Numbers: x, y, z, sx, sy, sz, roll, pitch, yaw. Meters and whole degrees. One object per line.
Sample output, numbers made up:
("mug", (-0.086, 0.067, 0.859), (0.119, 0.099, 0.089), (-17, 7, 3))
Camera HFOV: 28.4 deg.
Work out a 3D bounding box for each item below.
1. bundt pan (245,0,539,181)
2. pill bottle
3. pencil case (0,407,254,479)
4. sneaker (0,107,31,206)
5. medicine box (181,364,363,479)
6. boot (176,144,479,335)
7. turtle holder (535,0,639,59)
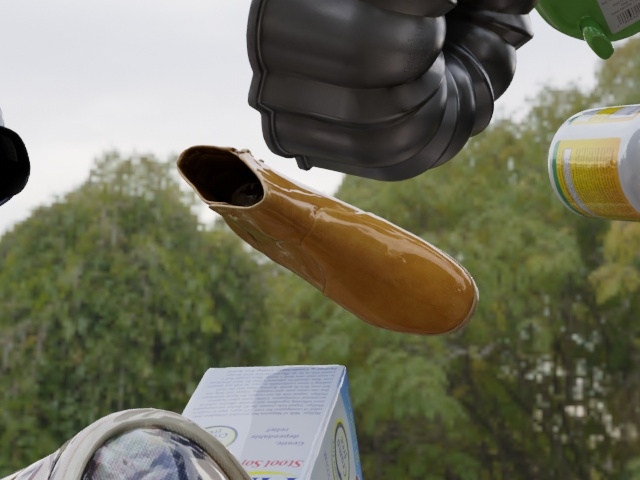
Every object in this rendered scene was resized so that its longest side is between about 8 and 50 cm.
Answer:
("bundt pan", (0.084, -0.193, 1.008), (0.124, 0.330, 0.331), (23, -2, 24))
("pill bottle", (0.321, -0.075, 1.238), (0.118, 0.117, 0.208), (5, 1, -19))
("pencil case", (-0.207, 0.222, 0.765), (0.410, 0.159, 0.183), (-24, 2, 36))
("sneaker", (-0.370, -0.092, 1.360), (0.148, 0.131, 0.350), (-17, 24, 11))
("medicine box", (-0.052, 0.295, 1.175), (0.149, 0.263, 0.289), (-4, 21, 12))
("boot", (0.000, -0.001, 1.275), (0.295, 0.104, 0.211), (24, -6, 33))
("turtle holder", (0.342, -0.421, 1.700), (0.320, 0.227, 0.243), (21, -62, -26))
